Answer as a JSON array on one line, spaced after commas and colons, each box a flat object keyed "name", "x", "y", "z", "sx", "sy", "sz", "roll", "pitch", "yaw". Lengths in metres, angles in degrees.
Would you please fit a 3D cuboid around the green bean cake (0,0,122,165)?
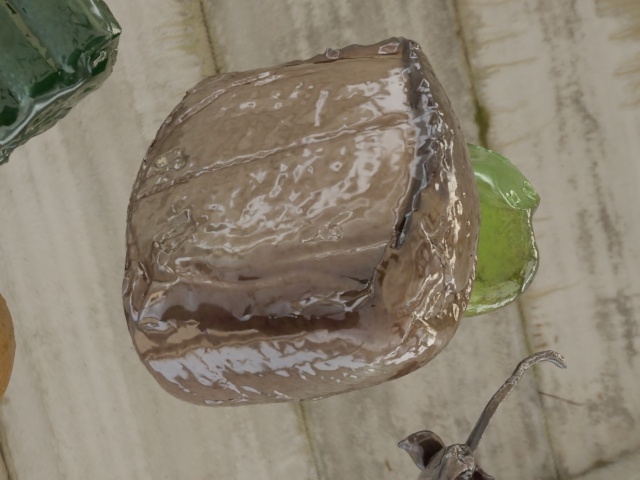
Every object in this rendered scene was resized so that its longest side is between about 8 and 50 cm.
[{"name": "green bean cake", "x": -0.360, "y": -0.158, "z": 0.832, "sx": 0.308, "sy": 0.300, "sz": 0.169, "roll": -38, "pitch": -74, "yaw": -12}]

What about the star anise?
[{"name": "star anise", "x": 0.192, "y": 0.183, "z": 0.794, "sx": 0.148, "sy": 0.218, "sz": 0.227, "roll": 39, "pitch": -102, "yaw": 20}]

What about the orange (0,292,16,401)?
[{"name": "orange", "x": -0.475, "y": 0.126, "z": 0.885, "sx": 0.274, "sy": 0.274, "sz": 0.274, "roll": 0, "pitch": -90, "yaw": -22}]

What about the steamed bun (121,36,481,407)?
[{"name": "steamed bun", "x": 0.000, "y": 0.000, "z": 0.625, "sx": 0.301, "sy": 0.251, "sz": 0.199, "roll": -81, "pitch": -24, "yaw": -43}]

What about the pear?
[{"name": "pear", "x": 0.143, "y": -0.013, "z": 1.101, "sx": 0.342, "sy": 0.318, "sz": 0.239, "roll": -16, "pitch": -54, "yaw": -55}]
